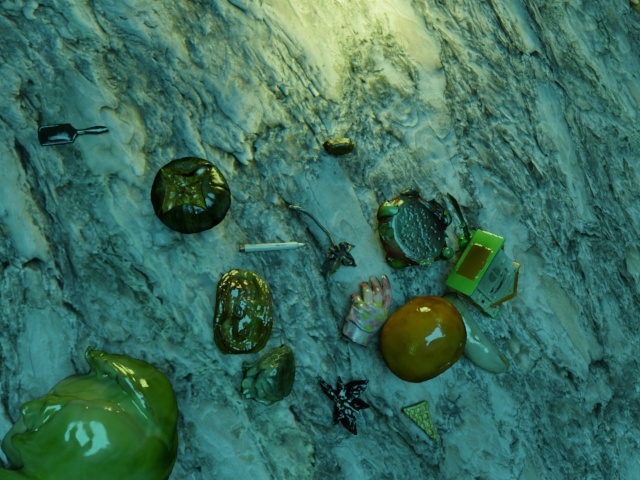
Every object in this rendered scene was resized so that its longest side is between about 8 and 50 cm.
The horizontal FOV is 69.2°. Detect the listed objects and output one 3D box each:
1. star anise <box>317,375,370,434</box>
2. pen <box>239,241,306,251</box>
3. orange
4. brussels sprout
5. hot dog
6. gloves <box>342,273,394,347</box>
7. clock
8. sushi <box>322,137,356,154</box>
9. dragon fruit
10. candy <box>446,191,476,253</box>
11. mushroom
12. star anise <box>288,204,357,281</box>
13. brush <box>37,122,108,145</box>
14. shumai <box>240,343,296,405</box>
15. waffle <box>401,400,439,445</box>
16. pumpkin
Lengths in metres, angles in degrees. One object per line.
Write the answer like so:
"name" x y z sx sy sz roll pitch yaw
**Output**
"star anise" 0.089 0.498 1.456 0.156 0.053 0.213 -19 84 -17
"pen" -0.151 0.020 1.483 0.217 0.026 0.026 -3 82 -16
"orange" 0.313 0.302 1.435 0.284 0.284 0.226 -40 80 -18
"brussels sprout" -0.535 0.509 1.123 0.361 0.342 0.425 37 84 0
"hot dog" -0.233 0.210 1.382 0.175 0.114 0.259 0 81 -17
"gloves" 0.165 0.217 1.494 0.145 0.126 0.241 29 82 -4
"clock" 0.575 0.126 1.585 0.255 0.106 0.220 37 84 -39
"sushi" 0.067 -0.326 1.587 0.117 0.062 0.060 4 47 -17
"dragon fruit" 0.318 -0.031 1.569 0.295 0.130 0.268 45 72 -4
"candy" 0.483 -0.056 1.573 0.097 0.097 0.323 -52 131 -17
"mushroom" 0.519 0.323 1.589 0.351 0.095 0.122 51 54 -4
"star anise" 0.000 0.000 1.535 0.148 0.218 0.227 -46 50 11
"brush" -0.734 -0.323 1.380 0.193 0.016 0.063 -11 85 -17
"shumai" -0.160 0.396 1.386 0.141 0.184 0.184 5 78 15
"waffle" 0.329 0.611 1.521 0.097 0.023 0.153 -15 86 -16
"pumpkin" -0.383 -0.130 1.374 0.237 0.159 0.238 -2 71 5
